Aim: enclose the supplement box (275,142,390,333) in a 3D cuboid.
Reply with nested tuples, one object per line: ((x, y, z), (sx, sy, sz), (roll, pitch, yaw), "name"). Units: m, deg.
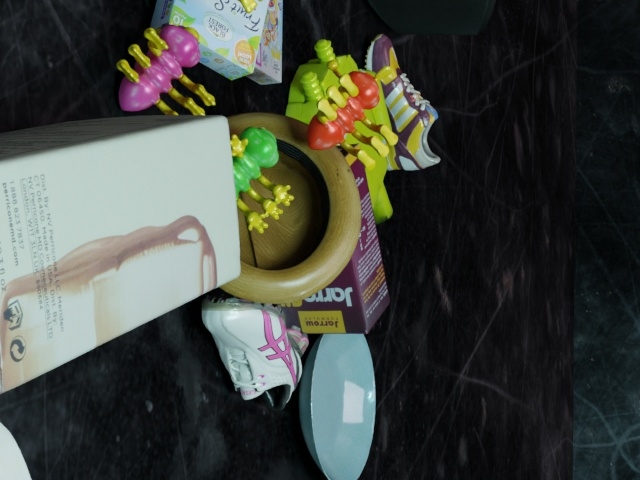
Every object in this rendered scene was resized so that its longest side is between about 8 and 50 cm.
((0.000, 0.000, 1.275), (0.081, 0.104, 0.188), (-48, 131, -58), "supplement box")

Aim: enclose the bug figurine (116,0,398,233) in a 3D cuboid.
((-0.062, -0.147, 1.053), (0.216, 0.072, 0.279), (-46, 122, -12), "bug figurine")

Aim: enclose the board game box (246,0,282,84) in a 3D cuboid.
((-0.082, -0.226, 1.205), (0.154, 0.026, 0.104), (18, 72, -66), "board game box")

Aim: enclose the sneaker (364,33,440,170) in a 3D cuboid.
((0.113, -0.184, 1.587), (0.069, 0.083, 0.186), (-48, 131, -59), "sneaker")

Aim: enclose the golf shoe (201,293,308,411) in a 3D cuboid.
((-0.062, 0.109, 1.164), (0.186, 0.067, 0.086), (46, 48, -58), "golf shoe")

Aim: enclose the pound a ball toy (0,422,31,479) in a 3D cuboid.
((-0.237, 0.236, 0.651), (0.319, 0.135, 0.208), (-51, 133, -57), "pound a ball toy")

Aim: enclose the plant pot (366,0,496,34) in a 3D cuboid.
((0.154, -0.374, 1.607), (0.167, 0.188, 0.188), (71, 24, -62), "plant pot")

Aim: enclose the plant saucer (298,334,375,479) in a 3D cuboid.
((0.013, 0.183, 1.371), (0.195, 0.037, 0.195), (-3, 90, -68), "plant saucer")

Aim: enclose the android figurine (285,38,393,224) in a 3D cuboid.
((0.026, -0.104, 1.415), (0.248, 0.056, 0.273), (-67, 148, -45), "android figurine")

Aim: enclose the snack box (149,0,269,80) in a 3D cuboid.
((-0.095, -0.233, 1.107), (0.100, 0.037, 0.141), (26, 66, -36), "snack box")

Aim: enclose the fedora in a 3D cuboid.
((-0.055, -0.024, 1.133), (0.079, 0.194, 0.194), (119, -19, -64), "fedora")

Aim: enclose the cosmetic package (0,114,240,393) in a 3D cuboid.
((-0.184, -0.004, 0.785), (0.296, 0.153, 0.129), (-26, 113, -64), "cosmetic package")
